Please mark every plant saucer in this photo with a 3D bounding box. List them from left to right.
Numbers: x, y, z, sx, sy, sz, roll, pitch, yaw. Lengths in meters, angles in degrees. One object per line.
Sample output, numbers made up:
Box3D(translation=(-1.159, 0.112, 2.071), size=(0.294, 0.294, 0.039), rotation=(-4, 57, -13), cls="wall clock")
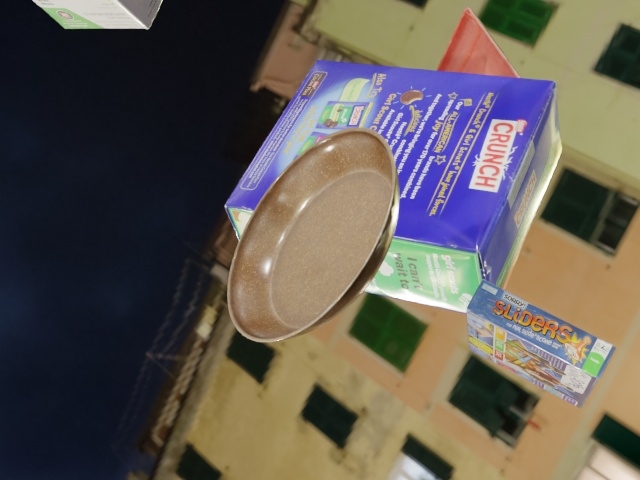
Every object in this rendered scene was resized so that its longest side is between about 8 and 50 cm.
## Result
Box3D(translation=(0.000, 0.000, 0.890), size=(0.036, 0.198, 0.199), rotation=(32, -89, -30), cls="plant saucer")
Box3D(translation=(0.211, -0.165, 1.544), size=(0.047, 0.259, 0.259), rotation=(12, -59, -19), cls="plant saucer")

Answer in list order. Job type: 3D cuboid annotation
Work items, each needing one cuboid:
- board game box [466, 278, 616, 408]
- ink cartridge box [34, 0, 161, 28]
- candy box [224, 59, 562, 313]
Box3D(translation=(0.213, 0.107, 1.067), size=(0.035, 0.136, 0.201), rotation=(-59, -15, -10), cls="board game box")
Box3D(translation=(-0.298, -0.339, 1.246), size=(0.212, 0.154, 0.093), rotation=(44, -119, -50), cls="ink cartridge box")
Box3D(translation=(0.092, -0.073, 1.264), size=(0.268, 0.317, 0.122), rotation=(-60, -34, -32), cls="candy box")
